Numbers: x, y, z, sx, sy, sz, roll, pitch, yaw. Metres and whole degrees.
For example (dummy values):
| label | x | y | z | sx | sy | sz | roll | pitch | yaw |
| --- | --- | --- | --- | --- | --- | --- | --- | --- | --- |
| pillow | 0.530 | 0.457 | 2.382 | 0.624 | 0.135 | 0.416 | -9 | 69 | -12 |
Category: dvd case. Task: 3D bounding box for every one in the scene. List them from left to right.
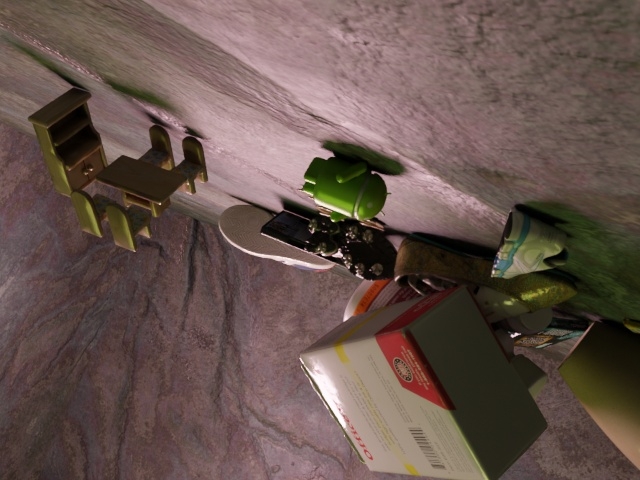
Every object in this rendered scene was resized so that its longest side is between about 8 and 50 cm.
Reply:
| label | x | y | z | sx | sy | sz | roll | pitch | yaw |
| --- | --- | --- | --- | --- | --- | --- | --- | --- | --- |
| dvd case | 0.000 | 0.000 | 1.642 | 0.252 | 0.022 | 0.180 | 22 | -161 | 7 |

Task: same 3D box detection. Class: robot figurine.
| label | x | y | z | sx | sy | sz | roll | pitch | yaw |
| --- | --- | --- | --- | --- | --- | --- | --- | --- | --- |
| robot figurine | 0.036 | -0.068 | 0.918 | 0.115 | 0.067 | 0.101 | 22 | 145 | 10 |

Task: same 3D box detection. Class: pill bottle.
| label | x | y | z | sx | sy | sz | roll | pitch | yaw |
| --- | --- | --- | --- | --- | --- | --- | --- | --- | --- |
| pill bottle | 0.255 | 0.226 | 1.465 | 0.392 | 0.224 | 0.224 | 40 | -176 | 29 |
| pill bottle | 0.408 | 0.146 | 1.426 | 0.087 | 0.087 | 0.160 | 23 | 174 | -3 |

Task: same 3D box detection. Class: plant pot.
| label | x | y | z | sx | sy | sz | roll | pitch | yaw |
| --- | --- | --- | --- | --- | --- | --- | --- | --- | --- |
| plant pot | 0.617 | 0.288 | 1.367 | 0.274 | 0.256 | 0.256 | 39 | 180 | 19 |

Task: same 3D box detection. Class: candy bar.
| label | x | y | z | sx | sy | sz | roll | pitch | yaw |
| --- | --- | --- | --- | --- | --- | --- | --- | --- | --- |
| candy bar | 0.585 | 0.158 | 1.192 | 0.040 | 0.018 | 0.161 | 28 | 173 | -24 |

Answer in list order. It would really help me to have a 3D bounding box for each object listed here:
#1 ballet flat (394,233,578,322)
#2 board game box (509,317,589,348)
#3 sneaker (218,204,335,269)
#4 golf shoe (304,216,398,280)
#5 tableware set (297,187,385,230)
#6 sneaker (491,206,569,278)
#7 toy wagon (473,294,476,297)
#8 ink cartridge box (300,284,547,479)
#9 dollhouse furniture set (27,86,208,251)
| label | x | y | z | sx | sy | sz | roll | pitch | yaw |
| --- | --- | --- | --- | --- | --- | --- | --- | --- | --- |
| ballet flat | 0.263 | 0.078 | 1.195 | 0.348 | 0.123 | 0.123 | 17 | 172 | 46 |
| board game box | 0.488 | 0.207 | 1.558 | 0.126 | 0.026 | 0.186 | 7 | 158 | -14 |
| sneaker | -0.111 | 0.007 | 1.939 | 0.349 | 0.131 | 0.148 | 21 | 170 | 10 |
| golf shoe | 0.087 | 0.010 | 1.464 | 0.120 | 0.105 | 0.272 | 7 | -168 | -40 |
| tableware set | 0.039 | -0.055 | 1.301 | 0.141 | 0.020 | 0.168 | 20 | 175 | 25 |
| sneaker | 0.259 | 0.016 | 0.862 | 0.082 | 0.071 | 0.190 | 15 | 174 | 12 |
| toy wagon | 0.387 | 0.151 | 1.690 | 0.344 | 0.068 | 0.267 | 23 | 175 | -16 |
| ink cartridge box | 0.161 | 0.260 | 1.251 | 0.279 | 0.160 | 0.384 | 59 | 150 | -3 |
| dollhouse furniture set | -0.348 | -0.138 | 1.190 | 0.242 | 0.212 | 0.161 | 19 | 137 | 21 |
